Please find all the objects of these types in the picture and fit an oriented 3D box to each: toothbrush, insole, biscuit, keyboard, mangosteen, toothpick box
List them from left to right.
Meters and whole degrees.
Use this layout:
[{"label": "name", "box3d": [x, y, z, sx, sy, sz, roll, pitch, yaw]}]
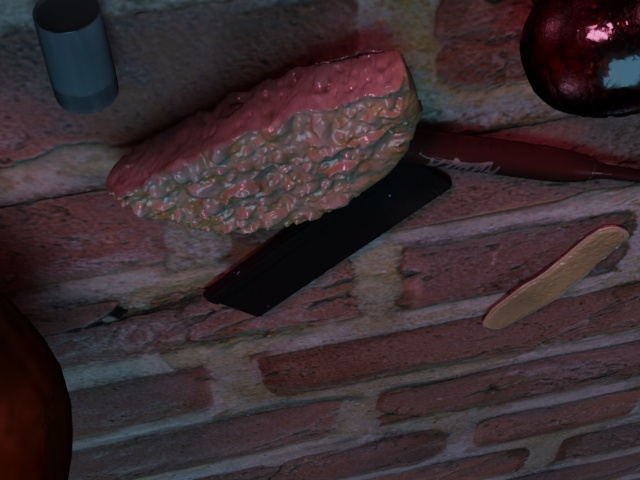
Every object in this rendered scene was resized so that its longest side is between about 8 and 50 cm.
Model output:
[{"label": "toothpick box", "box3d": [-0.188, -0.144, 0.676, 0.052, 0.052, 0.083, -8, 145, -8]}, {"label": "biscuit", "box3d": [-0.039, -0.075, 0.803, 0.281, 0.084, 0.179, -18, 150, 11]}, {"label": "keyboard", "box3d": [0.000, 0.000, 0.979, 0.309, 0.018, 0.101, -35, 142, 29]}, {"label": "toothbrush", "box3d": [0.233, -0.083, 0.921, 0.364, 0.041, 0.041, 4, 142, -24]}, {"label": "insole", "box3d": [0.312, 0.055, 1.172, 0.081, 0.011, 0.248, 13, 138, -32]}, {"label": "mangosteen", "box3d": [0.237, -0.174, 0.715, 0.152, 0.152, 0.152, -9, 146, -6]}]

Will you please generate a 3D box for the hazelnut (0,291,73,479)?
[{"label": "hazelnut", "box3d": [-0.446, 0.190, 0.825, 0.420, 0.353, 0.421, -1, 120, -2]}]
